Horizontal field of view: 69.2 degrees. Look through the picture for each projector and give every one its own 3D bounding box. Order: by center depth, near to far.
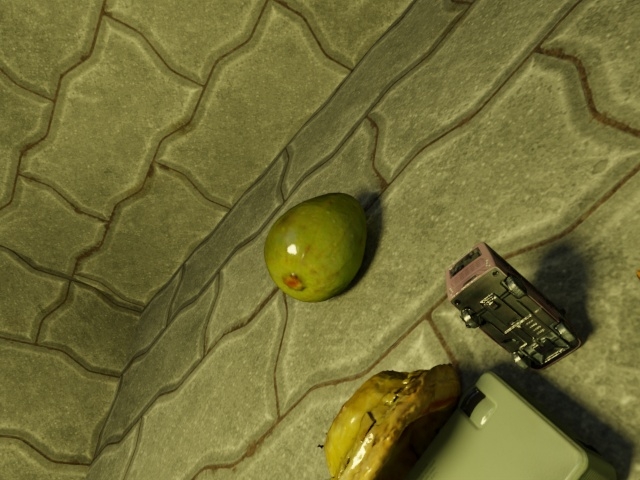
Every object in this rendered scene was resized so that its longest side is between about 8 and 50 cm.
[{"bbox_3d":[0.232,0.335,0.626,0.256,0.099,0.192,-56,27,5],"label":"projector"}]

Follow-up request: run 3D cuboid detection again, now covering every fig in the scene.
[{"bbox_3d":[0.000,0.000,1.243,0.258,0.258,0.326,-18,33,53],"label":"fig"}]

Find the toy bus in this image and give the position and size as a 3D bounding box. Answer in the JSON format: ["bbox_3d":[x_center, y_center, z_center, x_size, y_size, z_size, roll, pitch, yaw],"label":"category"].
[{"bbox_3d":[0.282,0.100,0.693,0.096,0.199,0.108,-45,17,25],"label":"toy bus"}]

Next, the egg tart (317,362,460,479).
[{"bbox_3d":[0.096,0.291,0.706,0.116,0.295,0.294,37,95,35],"label":"egg tart"}]

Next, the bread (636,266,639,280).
[{"bbox_3d":[0.454,0.040,0.582,0.076,0.083,0.070,-61,35,2],"label":"bread"}]

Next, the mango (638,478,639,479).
[{"bbox_3d":[0.389,0.294,0.354,0.175,0.143,0.293,-48,33,-22],"label":"mango"}]
